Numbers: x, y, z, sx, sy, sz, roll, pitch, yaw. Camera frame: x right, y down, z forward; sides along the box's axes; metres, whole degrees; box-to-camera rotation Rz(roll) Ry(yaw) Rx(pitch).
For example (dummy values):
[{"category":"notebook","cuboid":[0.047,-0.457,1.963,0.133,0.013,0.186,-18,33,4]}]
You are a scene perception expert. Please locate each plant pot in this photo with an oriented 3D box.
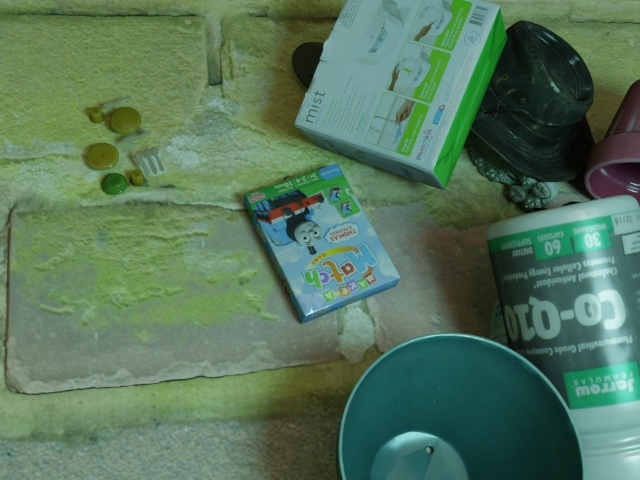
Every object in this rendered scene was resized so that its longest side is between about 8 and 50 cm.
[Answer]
[{"category":"plant pot","cuboid":[0.534,-0.153,1.278,0.202,0.201,0.180,19,72,-1]},{"category":"plant pot","cuboid":[0.148,0.284,1.003,0.291,0.195,0.290,4,63,-8]}]

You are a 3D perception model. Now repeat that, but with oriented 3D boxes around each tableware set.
[{"category":"tableware set","cuboid":[-0.308,-0.143,1.234,0.104,0.024,0.154,-23,71,-17]}]

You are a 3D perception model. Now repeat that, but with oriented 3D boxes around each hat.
[{"category":"hat","cuboid":[0.340,-0.260,1.306,0.332,0.134,0.331,14,51,-18]}]

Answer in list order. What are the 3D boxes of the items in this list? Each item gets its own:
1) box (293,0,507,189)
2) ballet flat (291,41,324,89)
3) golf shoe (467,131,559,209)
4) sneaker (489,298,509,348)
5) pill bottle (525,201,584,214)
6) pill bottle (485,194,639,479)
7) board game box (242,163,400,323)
[{"category":"box","cuboid":[0.121,-0.242,1.218,0.231,0.127,0.261,20,86,20]},{"category":"ballet flat","cuboid":[0.059,-0.244,1.338,0.250,0.058,0.084,33,89,13]},{"category":"golf shoe","cuboid":[0.317,-0.124,1.327,0.086,0.069,0.176,-22,67,-46]},{"category":"sneaker","cuboid":[0.292,0.136,1.190,0.076,0.065,0.166,28,64,-15]},{"category":"pill bottle","cuboid":[0.424,0.004,1.231,0.219,0.122,0.122,4,63,0]},{"category":"pill bottle","cuboid":[0.352,0.134,1.068,0.204,0.204,0.360,-11,86,-15]},{"category":"board game box","cuboid":[0.000,0.000,1.208,0.160,0.039,0.211,-21,70,-20]}]
